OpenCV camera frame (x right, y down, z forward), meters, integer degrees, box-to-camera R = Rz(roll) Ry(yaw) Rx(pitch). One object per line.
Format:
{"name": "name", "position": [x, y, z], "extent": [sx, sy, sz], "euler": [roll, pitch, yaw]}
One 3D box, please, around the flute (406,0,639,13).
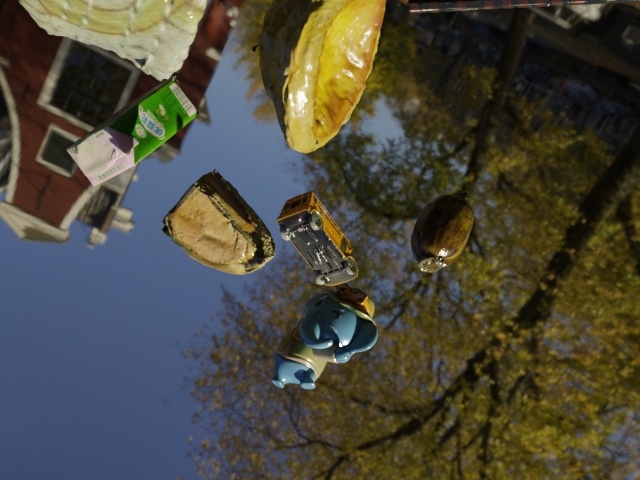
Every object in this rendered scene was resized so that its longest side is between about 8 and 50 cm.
{"name": "flute", "position": [0.197, -0.191, 0.609], "extent": [0.270, 0.014, 0.014], "euler": [4, -173, 22]}

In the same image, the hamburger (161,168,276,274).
{"name": "hamburger", "position": [-0.185, -0.016, 1.481], "extent": [0.208, 0.155, 0.135], "euler": [40, -154, -2]}

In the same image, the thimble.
{"name": "thimble", "position": [-0.158, -0.239, 0.639], "extent": [0.144, 0.190, 0.137], "euler": [17, -154, -18]}

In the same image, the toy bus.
{"name": "toy bus", "position": [0.000, 0.000, 1.280], "extent": [0.162, 0.070, 0.074], "euler": [53, -148, -30]}

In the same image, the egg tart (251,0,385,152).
{"name": "egg tart", "position": [-0.006, -0.294, 1.183], "extent": [0.128, 0.318, 0.319], "euler": [24, -165, 16]}

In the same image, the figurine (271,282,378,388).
{"name": "figurine", "position": [0.015, 0.208, 1.629], "extent": [0.154, 0.262, 0.180], "euler": [44, 153, -20]}

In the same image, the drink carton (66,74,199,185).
{"name": "drink carton", "position": [-0.410, -0.246, 1.714], "extent": [0.108, 0.161, 0.271], "euler": [57, -139, -17]}

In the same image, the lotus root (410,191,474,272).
{"name": "lotus root", "position": [0.246, -0.025, 1.562], "extent": [0.120, 0.120, 0.209], "euler": [30, -122, 3]}
